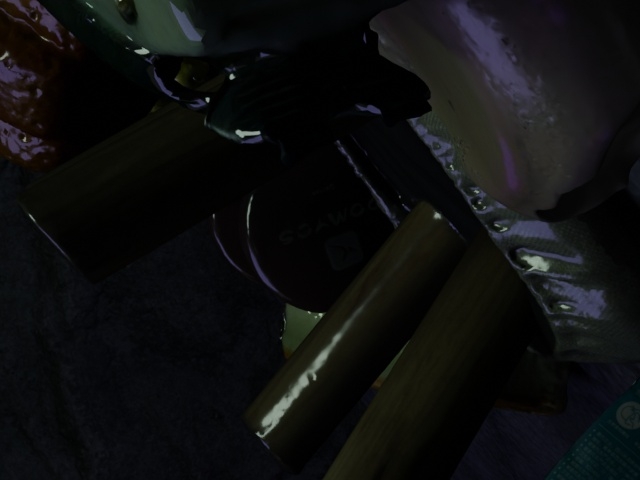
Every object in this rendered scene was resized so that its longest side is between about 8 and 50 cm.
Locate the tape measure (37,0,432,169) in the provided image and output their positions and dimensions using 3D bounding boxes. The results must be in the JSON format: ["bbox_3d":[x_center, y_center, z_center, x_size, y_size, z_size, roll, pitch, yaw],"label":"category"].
[{"bbox_3d":[-0.066,-0.146,0.400,0.207,0.115,0.235,10,116,59],"label":"tape measure"}]

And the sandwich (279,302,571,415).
[{"bbox_3d":[0.119,0.105,1.038,0.212,0.063,0.245,10,-179,44],"label":"sandwich"}]

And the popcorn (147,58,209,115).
[{"bbox_3d":[-0.208,-0.147,1.283,0.169,0.189,0.218,47,172,24],"label":"popcorn"}]

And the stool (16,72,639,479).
[{"bbox_3d":[0.000,0.000,0.733,0.310,0.226,0.310,48,173,-12],"label":"stool"}]

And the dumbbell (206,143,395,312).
[{"bbox_3d":[-0.013,-0.020,1.033,0.225,0.140,0.124,-161,49,-78],"label":"dumbbell"}]

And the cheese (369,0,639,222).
[{"bbox_3d":[0.023,-0.133,0.480,0.286,0.082,0.163,49,171,14],"label":"cheese"}]

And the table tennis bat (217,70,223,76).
[{"bbox_3d":[-0.075,-0.105,1.041,0.022,0.138,0.246,14,172,-14],"label":"table tennis bat"}]

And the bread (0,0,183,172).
[{"bbox_3d":[-0.175,-0.170,0.908,0.135,0.232,0.247,36,147,11],"label":"bread"}]

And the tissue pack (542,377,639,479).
[{"bbox_3d":[0.227,0.186,0.797,0.169,0.120,0.082,42,174,27],"label":"tissue pack"}]
